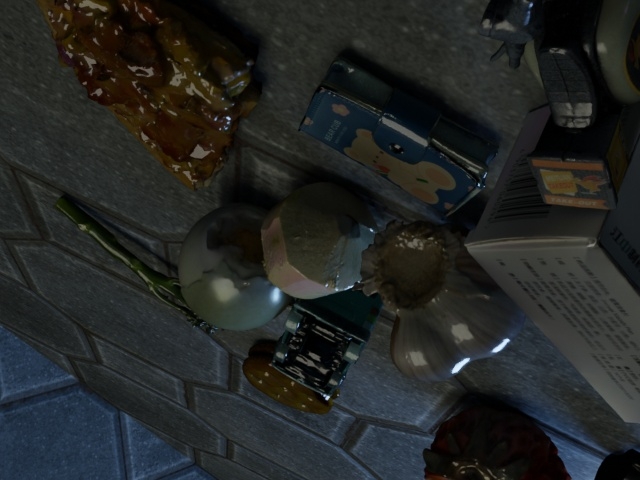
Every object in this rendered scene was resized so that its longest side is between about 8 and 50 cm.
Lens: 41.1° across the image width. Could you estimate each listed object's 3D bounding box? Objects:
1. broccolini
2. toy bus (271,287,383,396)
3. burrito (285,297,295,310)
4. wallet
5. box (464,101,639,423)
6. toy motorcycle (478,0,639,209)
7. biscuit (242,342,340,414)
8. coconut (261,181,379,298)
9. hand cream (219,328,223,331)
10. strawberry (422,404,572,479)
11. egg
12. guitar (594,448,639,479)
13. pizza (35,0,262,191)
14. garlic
[{"bbox_3d":[-0.340,0.041,1.650,0.392,0.079,0.074,42,163,-11],"label":"broccolini"},{"bbox_3d":[0.014,0.133,1.334,0.128,0.147,0.256,28,150,3],"label":"toy bus"},{"bbox_3d":[-0.121,0.052,1.425,0.203,0.064,0.064,38,153,-17],"label":"burrito"},{"bbox_3d":[0.082,-0.108,0.915,0.202,0.059,0.141,31,162,-1],"label":"wallet"},{"bbox_3d":[0.308,0.033,0.813,0.333,0.173,0.145,43,153,-28],"label":"box"},{"bbox_3d":[0.177,-0.157,0.610,0.091,0.157,0.263,7,149,36],"label":"toy motorcycle"},{"bbox_3d":[-0.064,0.294,1.812,0.220,0.066,0.220,22,154,11],"label":"biscuit"},{"bbox_3d":[0.000,0.000,1.110,0.147,0.147,0.152,35,157,-14],"label":"coconut"},{"bbox_3d":[-0.246,0.156,1.790,0.057,0.037,0.165,20,161,17],"label":"hand cream"},{"bbox_3d":[0.338,0.398,1.530,0.265,0.149,0.336,-1,153,36],"label":"strawberry"},{"bbox_3d":[-0.122,0.047,1.264,0.183,0.183,0.217,29,146,-1],"label":"egg"},{"bbox_3d":[0.515,0.353,1.337,0.038,0.084,0.271,31,149,-1],"label":"guitar"},{"bbox_3d":[-0.191,-0.191,0.989,0.277,0.114,0.409,21,157,28],"label":"pizza"},{"bbox_3d":[0.122,0.051,1.043,0.207,0.207,0.256,43,165,-29],"label":"garlic"}]
